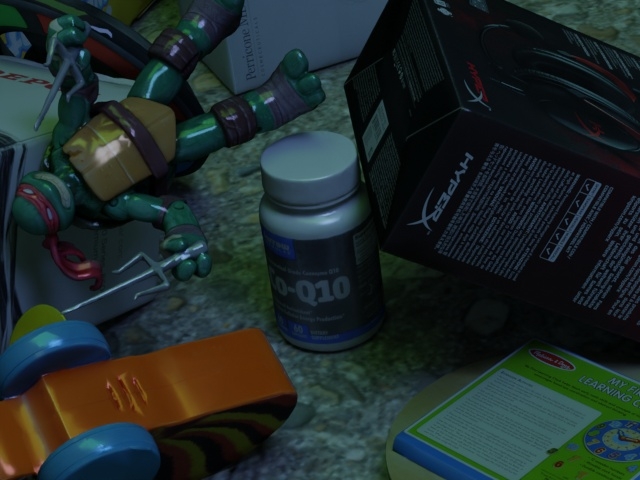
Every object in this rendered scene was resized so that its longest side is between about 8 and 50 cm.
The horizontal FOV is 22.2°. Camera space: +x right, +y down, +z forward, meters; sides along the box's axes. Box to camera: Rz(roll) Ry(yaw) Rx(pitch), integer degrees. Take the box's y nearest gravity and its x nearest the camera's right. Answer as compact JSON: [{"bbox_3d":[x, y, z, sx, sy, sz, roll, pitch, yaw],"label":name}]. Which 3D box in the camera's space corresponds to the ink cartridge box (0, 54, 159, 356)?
[{"bbox_3d":[-0.331,-0.012,1.074,0.285,0.166,0.395,15,22,30],"label":"ink cartridge box"}]

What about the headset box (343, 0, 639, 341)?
[{"bbox_3d":[0.177,-0.045,1.062,0.293,0.110,0.218,20,28,-17],"label":"headset box"}]

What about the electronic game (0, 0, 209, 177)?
[{"bbox_3d":[-0.187,-0.119,1.252,0.229,0.229,0.048,14,64,30],"label":"electronic game"}]

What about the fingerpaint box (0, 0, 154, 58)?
[{"bbox_3d":[-0.367,-0.270,1.558,0.371,0.163,0.445,7,36,21],"label":"fingerpaint box"}]

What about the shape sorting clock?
[{"bbox_3d":[0.142,0.125,0.971,0.206,0.040,0.206,-8,30,5],"label":"shape sorting clock"}]

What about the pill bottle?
[{"bbox_3d":[0.000,0.000,1.100,0.078,0.137,0.078,-6,34,4],"label":"pill bottle"}]

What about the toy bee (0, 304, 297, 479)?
[{"bbox_3d":[-0.171,0.122,0.962,0.298,0.162,0.195,14,44,-24],"label":"toy bee"}]

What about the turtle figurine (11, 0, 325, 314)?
[{"bbox_3d":[-0.117,-0.064,1.015,0.234,0.175,0.118,-41,15,-28],"label":"turtle figurine"}]

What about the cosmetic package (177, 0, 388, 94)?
[{"bbox_3d":[-0.015,-0.280,1.444,0.225,0.224,0.138,-19,35,-15],"label":"cosmetic package"}]
